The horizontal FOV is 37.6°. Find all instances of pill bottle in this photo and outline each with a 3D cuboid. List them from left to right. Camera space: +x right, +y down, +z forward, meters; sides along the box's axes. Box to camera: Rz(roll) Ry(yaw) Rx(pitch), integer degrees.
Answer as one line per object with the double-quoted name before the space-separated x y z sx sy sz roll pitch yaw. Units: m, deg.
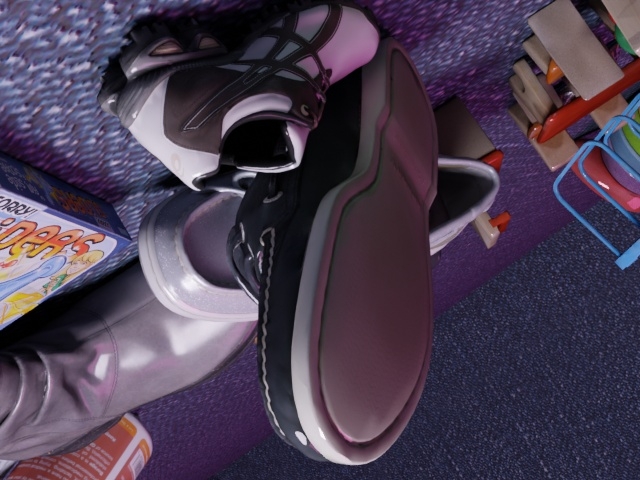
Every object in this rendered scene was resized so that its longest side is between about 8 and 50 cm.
"pill bottle" -0.289 0.284 1.042 0.121 0.121 0.216 -46 -171 46

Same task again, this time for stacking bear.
"stacking bear" 0.542 -0.185 1.435 0.175 0.164 0.289 -24 161 -35

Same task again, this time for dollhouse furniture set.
"dollhouse furniture set" 0.238 -0.121 0.939 0.259 0.135 0.262 -33 168 0

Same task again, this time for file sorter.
"file sorter" 0.314 -0.080 0.863 0.170 0.104 0.118 -40 167 -21

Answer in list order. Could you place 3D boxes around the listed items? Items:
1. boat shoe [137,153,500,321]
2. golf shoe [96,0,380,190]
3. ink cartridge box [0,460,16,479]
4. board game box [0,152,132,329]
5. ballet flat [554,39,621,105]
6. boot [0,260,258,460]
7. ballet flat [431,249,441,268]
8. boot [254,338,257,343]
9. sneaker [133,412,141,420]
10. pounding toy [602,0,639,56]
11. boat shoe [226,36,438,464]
"boat shoe" 0.008 -0.017 0.732 0.320 0.118 0.103 -8 164 -40
"golf shoe" -0.027 -0.080 0.538 0.198 0.094 0.077 -25 164 -39
"ink cartridge box" -0.400 0.264 1.038 0.224 0.045 0.223 -22 163 -43
"board game box" -0.209 0.009 0.557 0.136 0.035 0.201 -34 168 4
"ballet flat" 0.318 -0.187 1.112 0.114 0.041 0.041 -40 166 29
"boot" -0.200 0.094 0.748 0.338 0.118 0.222 -42 160 19
"ballet flat" 0.107 0.068 1.500 0.203 0.074 0.074 -44 165 20
"boot" -0.040 0.054 0.980 0.115 0.112 0.305 -5 179 14
"sneaker" -0.293 0.288 1.431 0.035 0.031 0.083 -26 166 -32
"pounding toy" 0.290 -0.191 0.749 0.206 0.181 0.094 22 130 -42
"boat shoe" -0.002 -0.003 0.581 0.113 0.340 0.127 -17 131 25
